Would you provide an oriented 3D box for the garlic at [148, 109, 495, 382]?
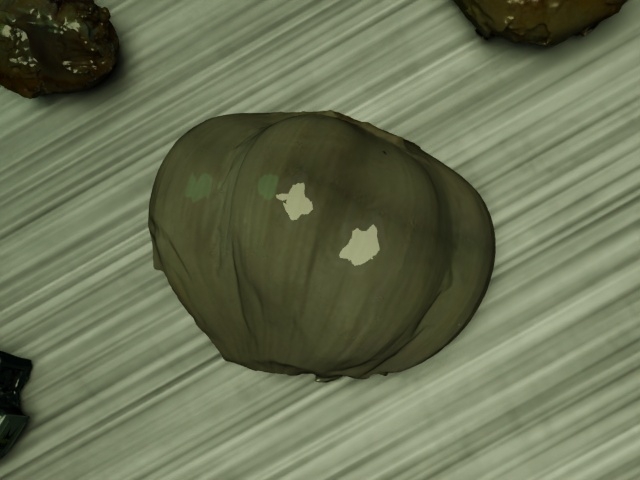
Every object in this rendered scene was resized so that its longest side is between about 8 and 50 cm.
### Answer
[{"bbox_3d":[0.000,0.000,0.872,0.229,0.143,0.178,12,84,-1],"label":"garlic"}]

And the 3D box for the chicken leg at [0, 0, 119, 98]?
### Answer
[{"bbox_3d":[-0.235,-0.142,0.956,0.197,0.069,0.085,-2,107,13],"label":"chicken leg"}]

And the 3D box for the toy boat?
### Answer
[{"bbox_3d":[-0.244,0.138,0.925,0.060,0.055,0.141,28,87,15],"label":"toy boat"}]

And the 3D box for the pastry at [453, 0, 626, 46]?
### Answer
[{"bbox_3d":[0.145,-0.202,0.905,0.153,0.081,0.153,0,82,3],"label":"pastry"}]
